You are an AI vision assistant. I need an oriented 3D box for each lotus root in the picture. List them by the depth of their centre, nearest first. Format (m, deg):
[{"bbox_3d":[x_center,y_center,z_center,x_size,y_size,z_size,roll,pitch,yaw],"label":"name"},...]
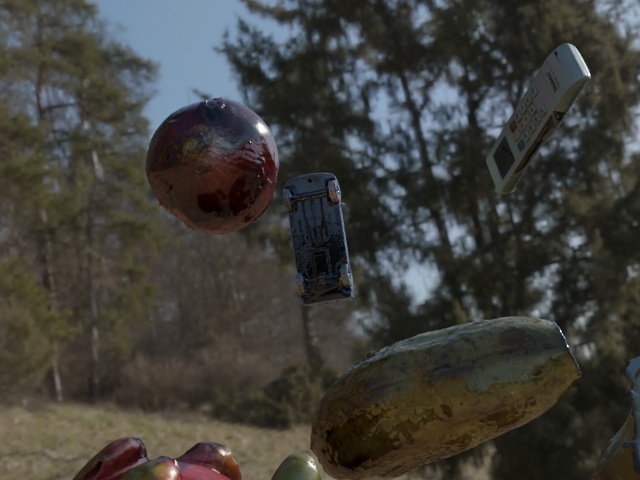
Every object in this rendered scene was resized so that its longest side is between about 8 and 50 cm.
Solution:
[{"bbox_3d":[0.090,0.127,0.893,0.258,0.110,0.097,-28,-44,26],"label":"lotus root"}]

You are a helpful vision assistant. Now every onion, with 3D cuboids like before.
[{"bbox_3d":[-0.102,-0.072,1.030,0.131,0.131,0.131,-12,-12,-3],"label":"onion"}]

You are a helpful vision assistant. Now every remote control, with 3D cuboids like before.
[{"bbox_3d":[0.228,-0.124,1.140,0.029,0.065,0.166,9,-48,-21],"label":"remote control"}]

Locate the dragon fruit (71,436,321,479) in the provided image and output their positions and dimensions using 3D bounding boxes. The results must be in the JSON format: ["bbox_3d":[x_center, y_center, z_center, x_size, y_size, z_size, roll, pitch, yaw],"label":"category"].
[{"bbox_3d":[-0.117,0.269,0.833,0.243,0.227,0.307,-47,18,-22],"label":"dragon fruit"}]

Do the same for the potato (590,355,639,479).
[{"bbox_3d":[0.441,0.281,1.196,0.289,0.300,0.237,2,-44,10],"label":"potato"}]

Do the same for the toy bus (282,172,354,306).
[{"bbox_3d":[0.000,0.000,1.402,0.073,0.167,0.076,-9,-11,11],"label":"toy bus"}]
